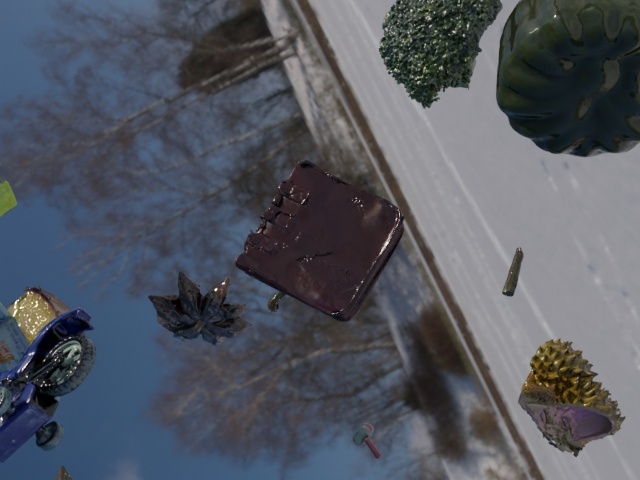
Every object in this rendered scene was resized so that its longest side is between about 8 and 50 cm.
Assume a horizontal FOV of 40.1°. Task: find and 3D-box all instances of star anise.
[{"bbox_3d":[-0.258,0.165,1.846,0.230,0.262,0.081,16,-132,-22],"label":"star anise"}]

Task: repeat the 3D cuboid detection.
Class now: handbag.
[{"bbox_3d":[0.001,0.001,1.355,0.216,0.203,0.074,26,166,18],"label":"handbag"}]

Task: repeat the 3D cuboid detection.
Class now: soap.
[{"bbox_3d":[-0.520,0.170,1.417,0.156,0.077,0.293,37,151,39],"label":"soap"}]

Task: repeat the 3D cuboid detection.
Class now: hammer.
[{"bbox_3d":[0.103,0.427,1.847,0.031,0.052,0.083,19,-158,-43],"label":"hammer"}]

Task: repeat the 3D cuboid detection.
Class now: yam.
[{"bbox_3d":[0.468,0.075,2.103,0.027,0.033,0.129,38,-118,-29],"label":"yam"}]

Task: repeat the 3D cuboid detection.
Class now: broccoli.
[{"bbox_3d":[0.270,-0.488,2.049,0.302,0.249,0.375,101,-172,-77],"label":"broccoli"}]

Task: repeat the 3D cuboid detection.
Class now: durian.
[{"bbox_3d":[0.553,0.323,1.949,0.305,0.186,0.195,38,-134,-28],"label":"durian"}]

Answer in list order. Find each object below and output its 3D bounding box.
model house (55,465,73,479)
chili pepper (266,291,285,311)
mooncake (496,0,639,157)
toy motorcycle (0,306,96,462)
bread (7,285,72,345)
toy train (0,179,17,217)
[{"bbox_3d":[-0.511,0.590,1.814,0.181,0.176,0.248,-13,-81,-41],"label":"model house"},{"bbox_3d":[0.029,0.052,2.070,0.110,0.388,0.110,31,137,34],"label":"chili pepper"},{"bbox_3d":[0.483,-0.312,1.595,0.351,0.351,0.187,56,-144,-42],"label":"mooncake"},{"bbox_3d":[-0.440,0.226,1.238,0.113,0.315,0.169,49,177,-37],"label":"toy motorcycle"},{"bbox_3d":[-0.692,0.193,2.125,0.160,0.140,0.169,37,173,1],"label":"bread"},{"bbox_3d":[-0.708,-0.070,1.511,0.442,0.179,0.272,-59,-43,-61],"label":"toy train"}]
